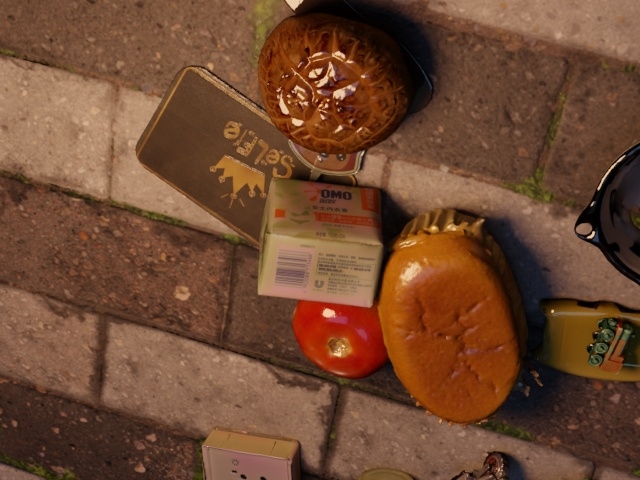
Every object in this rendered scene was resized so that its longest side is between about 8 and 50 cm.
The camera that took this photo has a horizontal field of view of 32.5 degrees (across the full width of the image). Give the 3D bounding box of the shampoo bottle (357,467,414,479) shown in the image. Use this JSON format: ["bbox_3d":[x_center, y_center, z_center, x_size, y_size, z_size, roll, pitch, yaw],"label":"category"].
[{"bbox_3d":[0.134,0.573,2.203,0.118,0.087,0.234,4,120,12],"label":"shampoo bottle"}]

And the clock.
[{"bbox_3d":[-0.139,0.465,2.238,0.192,0.071,0.147,6,120,15],"label":"clock"}]

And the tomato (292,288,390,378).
[{"bbox_3d":[0.046,0.151,1.962,0.195,0.136,0.195,8,123,12],"label":"tomato"}]

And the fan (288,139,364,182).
[{"bbox_3d":[0.003,-0.140,1.869,0.132,0.009,0.220,23,117,-1],"label":"fan"}]

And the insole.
[{"bbox_3d":[0.051,-0.325,1.766,0.328,0.007,0.111,44,121,-9],"label":"insole"}]

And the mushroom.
[{"bbox_3d":[0.019,-0.245,1.732,0.253,0.153,0.253,9,128,11],"label":"mushroom"}]

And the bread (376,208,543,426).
[{"bbox_3d":[0.225,0.141,1.872,0.236,0.183,0.388,-13,114,21],"label":"bread"}]

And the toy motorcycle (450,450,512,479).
[{"bbox_3d":[0.293,0.498,2.090,0.080,0.122,0.215,17,127,-24],"label":"toy motorcycle"}]

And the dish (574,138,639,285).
[{"bbox_3d":[0.556,-0.059,1.687,0.303,0.120,0.303,8,121,13],"label":"dish"}]

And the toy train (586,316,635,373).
[{"bbox_3d":[0.490,0.175,1.854,0.064,0.044,0.103,15,123,1],"label":"toy train"}]

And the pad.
[{"bbox_3d":[-0.126,-0.134,1.899,0.375,0.063,0.315,34,123,-4],"label":"pad"}]

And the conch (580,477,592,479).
[{"bbox_3d":[0.456,0.540,2.060,0.196,0.134,0.202,14,127,-40],"label":"conch"}]

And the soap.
[{"bbox_3d":[0.000,0.000,1.837,0.199,0.182,0.138,6,124,-5],"label":"soap"}]

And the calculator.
[{"bbox_3d":[0.489,0.176,1.896,0.236,0.033,0.157,7,119,12],"label":"calculator"}]
